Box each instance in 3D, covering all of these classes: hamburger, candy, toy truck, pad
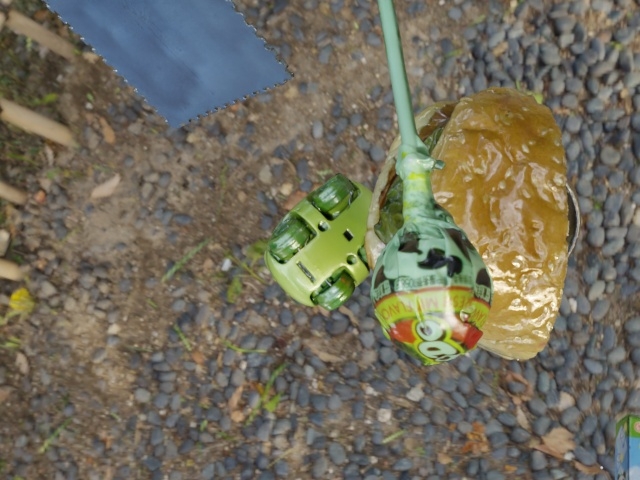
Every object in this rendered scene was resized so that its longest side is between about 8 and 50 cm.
[{"bbox_3d":[0.158,-0.027,0.959,0.209,0.162,0.330,3,80,-22],"label":"hamburger"},{"bbox_3d":[0.416,0.319,1.008,0.097,0.062,0.194,7,66,6],"label":"candy"},{"bbox_3d":[-0.005,0.010,1.220,0.148,0.210,0.187,49,62,-13],"label":"toy truck"},{"bbox_3d":[-0.203,-0.267,1.069,0.269,0.269,0.012,-10,44,42],"label":"pad"},{"bbox_3d":[0.069,-0.059,0.618,0.083,0.091,0.305,-12,65,13],"label":"candy"}]

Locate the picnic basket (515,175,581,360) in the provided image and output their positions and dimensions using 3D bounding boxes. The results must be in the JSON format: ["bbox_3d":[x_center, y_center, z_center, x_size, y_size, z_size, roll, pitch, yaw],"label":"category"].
[{"bbox_3d":[0.286,-0.013,1.372,0.293,0.337,0.337,38,90,-16],"label":"picnic basket"}]
